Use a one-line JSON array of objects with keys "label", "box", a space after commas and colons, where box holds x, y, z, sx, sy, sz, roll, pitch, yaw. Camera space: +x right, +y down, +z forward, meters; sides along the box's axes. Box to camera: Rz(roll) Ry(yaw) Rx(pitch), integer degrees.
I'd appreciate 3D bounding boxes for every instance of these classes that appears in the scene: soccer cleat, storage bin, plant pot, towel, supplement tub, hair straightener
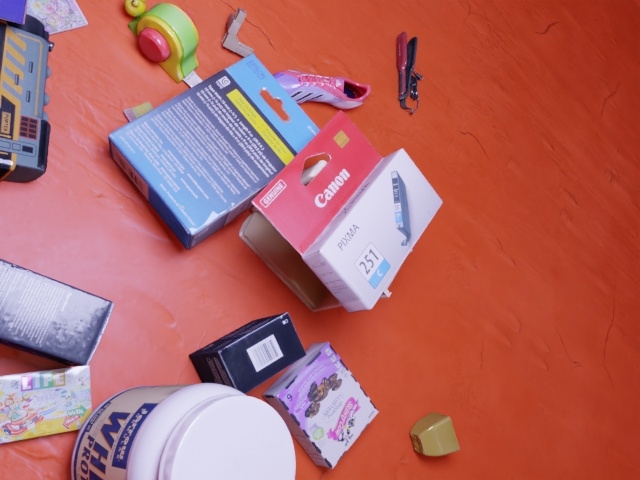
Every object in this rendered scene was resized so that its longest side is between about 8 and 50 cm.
[{"label": "soccer cleat", "box": [0.000, -0.360, 1.324, 0.248, 0.095, 0.083, 4, 77, -32]}, {"label": "storage bin", "box": [0.000, 0.000, 1.139, 0.260, 0.262, 0.123, 47, 58, -15]}, {"label": "plant pot", "box": [0.258, 0.458, 1.313, 0.083, 0.081, 0.082, -16, 88, -22]}, {"label": "towel", "box": [-0.346, -0.232, 1.123, 0.060, 0.009, 0.083, -34, 99, -34]}, {"label": "supplement tub", "box": [-0.215, 0.341, 0.866, 0.235, 0.324, 0.236, 14, 69, -40]}, {"label": "hair straightener", "box": [0.253, -0.448, 1.536, 0.089, 0.047, 0.231, 7, 76, -31]}]

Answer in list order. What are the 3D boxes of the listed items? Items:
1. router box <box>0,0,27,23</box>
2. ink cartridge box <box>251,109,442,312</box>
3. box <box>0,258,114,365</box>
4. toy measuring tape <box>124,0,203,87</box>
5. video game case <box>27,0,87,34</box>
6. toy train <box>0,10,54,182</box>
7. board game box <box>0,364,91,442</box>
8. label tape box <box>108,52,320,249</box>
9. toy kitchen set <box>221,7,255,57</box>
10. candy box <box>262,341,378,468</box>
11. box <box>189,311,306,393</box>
[{"label": "router box", "box": [-0.630, -0.489, 0.871, 0.335, 0.082, 0.301, 6, 44, -32]}, {"label": "ink cartridge box", "box": [0.062, -0.067, 0.999, 0.261, 0.066, 0.296, 49, 55, -15]}, {"label": "box", "box": [-0.455, 0.116, 0.885, 0.207, 0.153, 0.108, 27, 66, -24]}, {"label": "toy measuring tape", "box": [-0.263, -0.369, 1.147, 0.330, 0.121, 0.121, 46, 59, -16]}, {"label": "video game case", "box": [-0.515, -0.430, 1.059, 0.122, 0.011, 0.087, -33, 97, -34]}, {"label": "toy train", "box": [-0.547, -0.249, 0.931, 0.190, 0.142, 0.334, 10, 71, -43]}, {"label": "board game box", "box": [-0.459, 0.266, 0.924, 0.154, 0.026, 0.104, -1, 79, -33]}, {"label": "label tape box", "box": [-0.192, -0.175, 1.091, 0.333, 0.106, 0.241, -38, 85, -24]}, {"label": "toy kitchen set", "box": [-0.171, -0.465, 1.259, 0.075, 0.083, 0.068, 21, 27, -28]}, {"label": "candy box", "box": [0.004, 0.340, 1.178, 0.165, 0.070, 0.196, -42, 102, -33]}, {"label": "box", "box": [-0.138, 0.215, 1.062, 0.156, 0.158, 0.093, -26, 93, -34]}]
